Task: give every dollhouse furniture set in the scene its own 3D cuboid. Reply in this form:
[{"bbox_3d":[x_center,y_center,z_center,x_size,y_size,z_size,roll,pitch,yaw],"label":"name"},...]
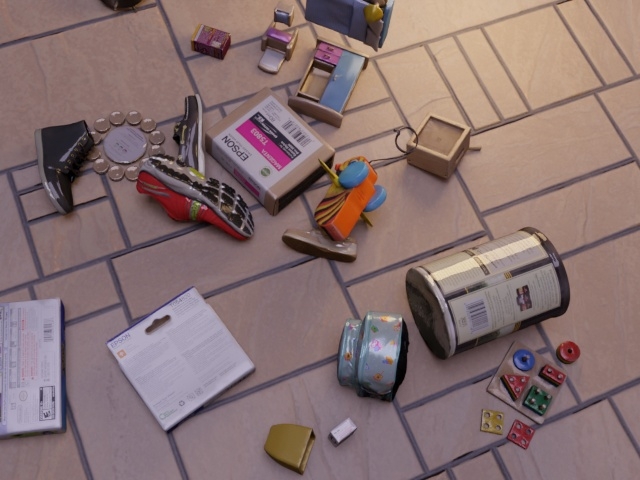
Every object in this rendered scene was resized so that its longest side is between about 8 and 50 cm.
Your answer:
[{"bbox_3d":[-0.012,-0.450,1.820,0.287,0.303,0.198,21,66,3],"label":"dollhouse furniture set"}]

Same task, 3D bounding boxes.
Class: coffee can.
[{"bbox_3d":[0.344,0.107,1.674,0.276,0.201,0.201,-18,70,-12],"label":"coffee can"}]

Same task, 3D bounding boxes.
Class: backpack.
[{"bbox_3d":[0.108,0.224,1.609,0.145,0.188,0.165,12,67,-1],"label":"backpack"}]

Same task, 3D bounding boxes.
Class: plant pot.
[{"bbox_3d":[-0.064,0.403,1.579,0.083,0.081,0.081,16,67,12],"label":"plant pot"}]

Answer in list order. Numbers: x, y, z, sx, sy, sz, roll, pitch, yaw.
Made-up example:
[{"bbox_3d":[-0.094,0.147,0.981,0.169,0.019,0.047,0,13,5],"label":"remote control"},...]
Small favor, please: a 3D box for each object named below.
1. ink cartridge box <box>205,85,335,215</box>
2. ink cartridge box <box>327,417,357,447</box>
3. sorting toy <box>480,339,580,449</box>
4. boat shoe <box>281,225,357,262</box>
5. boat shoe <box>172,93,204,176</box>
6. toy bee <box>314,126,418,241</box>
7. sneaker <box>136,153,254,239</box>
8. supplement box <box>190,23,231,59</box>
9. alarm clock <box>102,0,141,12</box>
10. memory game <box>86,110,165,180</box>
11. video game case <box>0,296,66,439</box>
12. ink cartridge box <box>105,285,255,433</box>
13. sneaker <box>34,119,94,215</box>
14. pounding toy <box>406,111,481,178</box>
[{"bbox_3d":[-0.115,-0.205,1.824,0.235,0.088,0.193,44,69,12],"label":"ink cartridge box"},{"bbox_3d":[0.044,0.380,1.594,0.048,0.083,0.028,-35,75,-18],"label":"ink cartridge box"},{"bbox_3d":[0.436,0.300,1.687,0.132,0.046,0.274,33,68,8],"label":"sorting toy"},{"bbox_3d":[0.000,0.000,1.766,0.170,0.063,0.059,16,64,-9],"label":"boat shoe"},{"bbox_3d":[-0.300,-0.230,1.818,0.069,0.081,0.227,-2,70,-11],"label":"boat shoe"},{"bbox_3d":[0.077,-0.117,1.781,0.298,0.162,0.195,-31,111,-31],"label":"toy bee"},{"bbox_3d":[-0.273,-0.080,1.756,0.279,0.118,0.107,33,31,-11],"label":"sneaker"},{"bbox_3d":[-0.266,-0.482,1.949,0.083,0.043,0.054,20,67,4],"label":"supplement box"},{"bbox_3d":[-0.500,-0.650,1.986,0.129,0.064,0.192,-26,74,-15],"label":"alarm clock"},{"bbox_3d":[-0.448,-0.218,1.837,0.186,0.012,0.186,2,67,-4],"label":"memory game"},{"bbox_3d":[-0.635,0.257,1.592,0.245,0.061,0.269,-4,68,-9],"label":"video game case"},{"bbox_3d":[-0.285,0.240,1.642,0.223,0.045,0.224,-33,73,-18],"label":"ink cartridge box"},{"bbox_3d":[-0.548,-0.168,1.759,0.118,0.083,0.221,-19,69,-2],"label":"sneaker"},{"bbox_3d":[0.291,-0.221,1.876,0.130,0.100,0.141,25,64,21],"label":"pounding toy"}]
